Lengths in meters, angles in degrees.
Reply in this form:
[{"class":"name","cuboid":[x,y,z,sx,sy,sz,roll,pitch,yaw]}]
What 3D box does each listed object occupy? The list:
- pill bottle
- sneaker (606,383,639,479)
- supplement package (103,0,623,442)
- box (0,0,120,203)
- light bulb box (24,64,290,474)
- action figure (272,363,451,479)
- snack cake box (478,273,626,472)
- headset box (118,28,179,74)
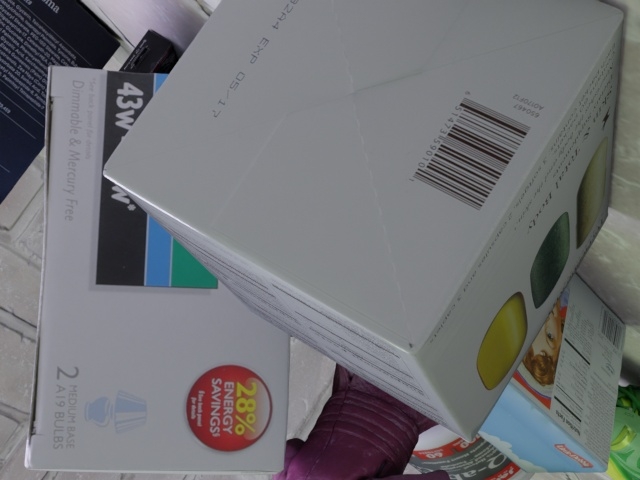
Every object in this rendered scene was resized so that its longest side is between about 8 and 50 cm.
[{"class":"pill bottle","cuboid":[0.194,0.237,1.398,0.210,0.210,0.363,27,169,36]},{"class":"sneaker","cuboid":[0.319,0.183,1.067,0.295,0.109,0.123,32,143,-32]},{"class":"supplement package","cuboid":[0.047,-0.028,0.605,0.198,0.199,0.263,29,169,22]},{"class":"box","cuboid":[-0.458,-0.186,1.164,0.343,0.312,0.179,24,167,48]},{"class":"light bulb box","cuboid":[-0.158,0.041,1.016,0.225,0.358,0.361,2,173,-8]},{"class":"action figure","cuboid":[0.053,0.179,0.951,0.248,0.370,0.276,-3,136,35]},{"class":"snack cake box","cuboid":[0.158,0.079,0.857,0.089,0.152,0.264,-13,137,42]},{"class":"headset box","cuboid":[-0.179,-0.177,1.034,0.032,0.062,0.083,32,171,9]}]
